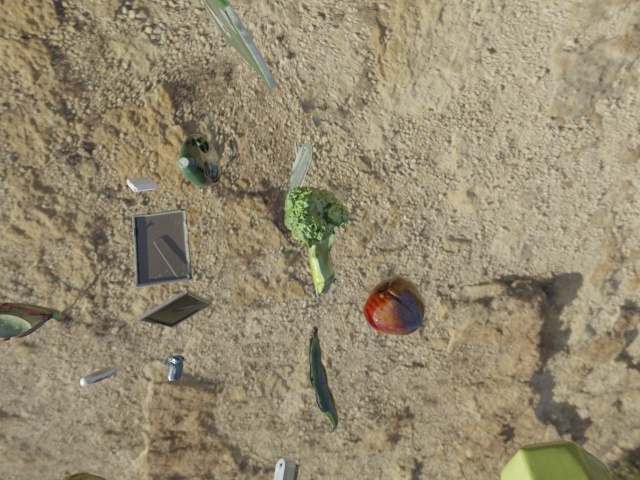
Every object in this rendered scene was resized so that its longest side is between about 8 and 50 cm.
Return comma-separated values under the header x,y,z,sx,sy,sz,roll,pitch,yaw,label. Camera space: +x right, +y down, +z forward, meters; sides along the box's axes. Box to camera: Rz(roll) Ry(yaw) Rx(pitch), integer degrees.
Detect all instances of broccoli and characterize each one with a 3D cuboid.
x,y,z,sx,sy,sz,roll,pitch,yaw,label
0.006,-0.032,1.168,0.186,0.302,0.254,-23,149,4,broccoli

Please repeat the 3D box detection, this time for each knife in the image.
x,y,z,sx,sy,sz,roll,pitch,yaw,label
-0.100,0.622,0.882,0.041,0.265,0.073,35,126,-19,knife

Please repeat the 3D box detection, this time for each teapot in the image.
x,y,z,sx,sy,sz,roll,pitch,yaw,label
-0.518,0.449,1.421,0.064,0.049,0.083,15,94,25,teapot

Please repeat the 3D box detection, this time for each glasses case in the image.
x,y,z,sx,sy,sz,roll,pitch,yaw,label
-0.524,0.321,0.950,0.083,0.021,0.032,-10,146,-53,glasses case

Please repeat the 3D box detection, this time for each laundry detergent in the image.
x,y,z,sx,sy,sz,roll,pitch,yaw,label
-0.312,-0.203,1.012,0.063,0.211,0.137,-7,97,3,laundry detergent

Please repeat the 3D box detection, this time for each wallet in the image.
x,y,z,sx,sy,sz,roll,pitch,yaw,label
-0.723,-0.229,1.619,0.095,0.190,0.033,-11,111,-28,wallet

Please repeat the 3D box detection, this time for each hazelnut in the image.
x,y,z,sx,sy,sz,roll,pitch,yaw,label
0.267,0.244,1.424,0.229,0.229,0.229,-3,123,-5,hazelnut

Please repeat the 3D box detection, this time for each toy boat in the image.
x,y,z,sx,sy,sz,roll,pitch,yaw,label
-0.678,0.172,0.872,0.185,0.071,0.089,5,103,-21,toy boat

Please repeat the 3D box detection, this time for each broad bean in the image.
x,y,z,sx,sy,sz,roll,pitch,yaw,label
0.000,0.381,1.085,0.043,0.060,0.297,-6,100,42,broad bean

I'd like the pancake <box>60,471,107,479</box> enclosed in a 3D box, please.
x,y,z,sx,sy,sz,roll,pitch,yaw,label
-0.521,0.632,0.931,0.029,0.235,0.212,-50,154,-11,pancake

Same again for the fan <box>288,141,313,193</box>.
x,y,z,sx,sy,sz,roll,pitch,yaw,label
-0.090,-0.270,1.541,0.012,0.294,0.223,13,99,-20,fan

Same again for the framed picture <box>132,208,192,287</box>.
x,y,z,sx,sy,sz,roll,pitch,yaw,label
-0.592,0.026,1.493,0.209,0.019,0.281,-6,79,-3,framed picture

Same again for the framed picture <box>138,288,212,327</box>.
x,y,z,sx,sy,sz,roll,pitch,yaw,label
-0.635,0.312,1.794,0.232,0.024,0.315,-30,162,-6,framed picture

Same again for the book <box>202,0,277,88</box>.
x,y,z,sx,sy,sz,roll,pitch,yaw,label
-0.261,-0.620,1.143,0.043,0.371,0.260,-36,147,1,book

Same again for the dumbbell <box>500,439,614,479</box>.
x,y,z,sx,sy,sz,roll,pitch,yaw,label
0.272,0.352,0.380,0.121,0.302,0.108,37,118,-18,dumbbell
